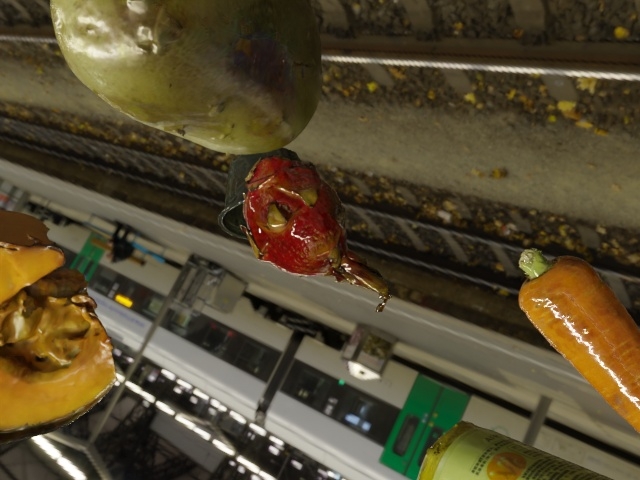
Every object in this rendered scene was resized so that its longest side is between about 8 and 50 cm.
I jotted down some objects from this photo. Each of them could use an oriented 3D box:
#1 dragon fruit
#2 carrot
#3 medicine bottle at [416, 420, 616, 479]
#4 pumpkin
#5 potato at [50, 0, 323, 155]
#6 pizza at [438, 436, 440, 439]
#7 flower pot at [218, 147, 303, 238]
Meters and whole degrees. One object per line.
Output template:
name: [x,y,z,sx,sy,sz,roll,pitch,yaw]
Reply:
dragon fruit: [0.000,0.000,0.820,0.246,0.125,0.125,40,-164,-16]
carrot: [0.232,0.106,0.471,0.256,0.061,0.061,52,176,18]
medicine bottle: [0.191,0.245,0.572,0.124,0.124,0.239,35,163,-36]
pumpkin: [-0.418,0.098,0.828,0.225,0.256,0.303,32,138,57]
potato: [-0.117,-0.198,0.667,0.173,0.210,0.308,24,-167,37]
pizza: [0.224,0.291,0.782,0.134,0.056,0.271,-14,-171,-41]
flower pot: [-0.084,-0.077,1.037,0.158,0.106,0.157,-6,156,-3]
